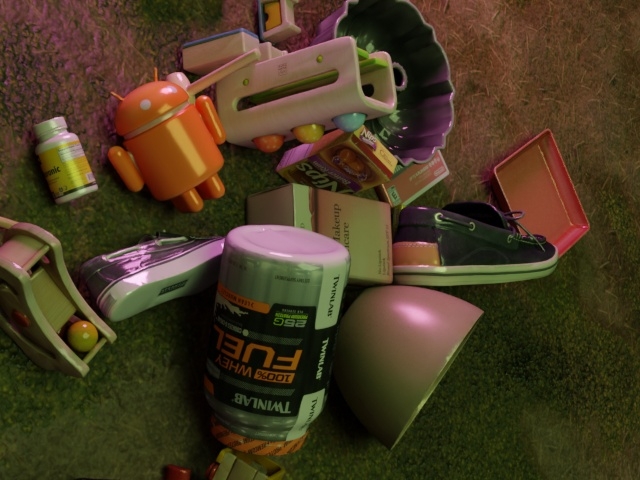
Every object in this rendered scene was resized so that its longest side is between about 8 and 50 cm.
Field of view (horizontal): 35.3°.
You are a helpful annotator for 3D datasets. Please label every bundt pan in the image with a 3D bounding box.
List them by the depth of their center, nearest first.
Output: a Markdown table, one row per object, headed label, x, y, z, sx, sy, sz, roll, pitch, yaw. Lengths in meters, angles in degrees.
| label | x | y | z | sx | sy | sz | roll | pitch | yaw |
| --- | --- | --- | --- | --- | --- | --- | --- | --- | --- |
| bundt pan | 0.098 | -0.283 | 1.840 | 0.330 | 0.124 | 0.331 | 12 | 72 | -41 |

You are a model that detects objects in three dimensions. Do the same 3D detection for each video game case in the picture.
| label | x | y | z | sx | sy | sz | roll | pitch | yaw |
| --- | --- | --- | --- | --- | --- | --- | --- | --- | --- |
| video game case | 0.137 | -0.217 | 1.967 | 0.204 | 0.025 | 0.285 | -35 | 104 | -42 |

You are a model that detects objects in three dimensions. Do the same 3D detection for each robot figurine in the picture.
| label | x | y | z | sx | sy | sz | roll | pitch | yaw |
| --- | --- | --- | --- | --- | --- | --- | --- | --- | --- |
| robot figurine | -0.233 | -0.148 | 1.537 | 0.219 | 0.158 | 0.128 | 62 | 14 | -13 |

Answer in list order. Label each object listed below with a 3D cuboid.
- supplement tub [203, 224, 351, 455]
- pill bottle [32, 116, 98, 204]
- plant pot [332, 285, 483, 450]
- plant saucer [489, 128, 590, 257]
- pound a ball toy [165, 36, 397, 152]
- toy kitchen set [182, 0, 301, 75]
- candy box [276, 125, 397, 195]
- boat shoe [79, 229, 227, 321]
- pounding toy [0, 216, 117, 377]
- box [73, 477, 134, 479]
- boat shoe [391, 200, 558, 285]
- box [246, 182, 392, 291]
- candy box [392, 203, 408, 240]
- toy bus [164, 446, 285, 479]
| label | x | y | z | sx | sy | sz | roll | pitch | yaw |
| --- | --- | --- | --- | --- | --- | --- | --- | --- | --- |
| supplement tub | -0.071 | 0.148 | 1.515 | 0.193 | 0.193 | 0.316 | -5 | 110 | -43 |
| pill bottle | -0.370 | -0.115 | 1.445 | 0.065 | 0.065 | 0.116 | -25 | 97 | -43 |
| plant pot | 0.123 | 0.187 | 1.722 | 0.191 | 0.284 | 0.284 | 34 | 50 | 11 |
| plant saucer | 0.482 | -0.086 | 2.241 | 0.258 | 0.047 | 0.259 | -34 | 103 | -42 |
| pound a ball toy | -0.065 | -0.222 | 1.612 | 0.208 | 0.319 | 0.136 | 5 | 76 | -58 |
| toy kitchen set | -0.132 | -0.358 | 1.714 | 0.207 | 0.122 | 0.166 | 12 | 70 | -62 |
| candy box | 0.027 | -0.128 | 1.731 | 0.109 | 0.186 | 0.053 | 42 | 52 | -27 |
| boat shoe | -0.233 | 0.031 | 1.518 | 0.102 | 0.108 | 0.301 | 49 | 39 | 16 |
| pounding toy | -0.368 | 0.039 | 1.349 | 0.269 | 0.154 | 0.155 | 53 | 50 | -21 |
| box | -0.294 | 0.451 | 1.312 | 0.142 | 0.163 | 0.247 | -23 | 96 | -42 |
| boat shoe | 0.305 | 0.003 | 1.912 | 0.500 | 0.186 | 0.156 | 0 | 88 | -49 |
| box | 0.000 | 0.000 | 1.718 | 0.232 | 0.126 | 0.149 | 9 | 74 | -42 |
| candy box | 0.209 | 0.009 | 1.963 | 0.206 | 0.027 | 0.105 | 22 | 64 | -46 |
| toy bus | -0.134 | 0.408 | 1.509 | 0.104 | 0.202 | 0.191 | 8 | 64 | -73 |
